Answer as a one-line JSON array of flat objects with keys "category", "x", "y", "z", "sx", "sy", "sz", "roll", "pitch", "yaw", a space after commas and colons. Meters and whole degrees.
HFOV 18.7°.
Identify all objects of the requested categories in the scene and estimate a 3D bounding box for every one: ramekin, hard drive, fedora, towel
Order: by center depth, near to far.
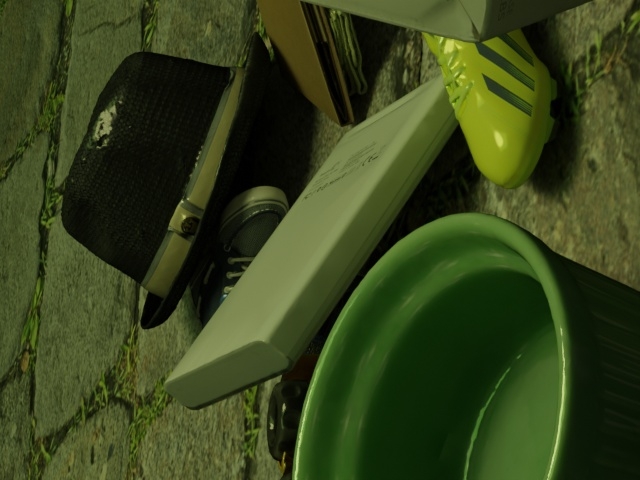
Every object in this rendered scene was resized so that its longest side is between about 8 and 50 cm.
[{"category": "ramekin", "x": 0.123, "y": 0.145, "z": 1.310, "sx": 0.303, "sy": 0.148, "sz": 0.303, "roll": -35, "pitch": 47, "yaw": 47}, {"category": "hard drive", "x": 0.000, "y": 0.000, "z": 1.640, "sx": 0.307, "sy": 0.040, "sz": 0.203, "roll": -55, "pitch": 14, "yaw": -28}, {"category": "towel", "x": 0.005, "y": -0.213, "z": 1.857, "sx": 0.148, "sy": 0.027, "sz": 0.110, "roll": -123, "pitch": 15, "yaw": -45}, {"category": "fedora", "x": -0.174, "y": -0.080, "z": 2.003, "sx": 0.334, "sy": 0.152, "sz": 0.334, "roll": -158, "pitch": 90, "yaw": -82}]

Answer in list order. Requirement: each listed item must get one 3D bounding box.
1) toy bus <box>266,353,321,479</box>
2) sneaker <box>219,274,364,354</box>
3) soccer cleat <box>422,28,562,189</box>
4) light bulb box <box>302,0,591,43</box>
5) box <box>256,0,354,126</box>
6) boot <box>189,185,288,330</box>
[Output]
[{"category": "toy bus", "x": 0.023, "y": 0.229, "z": 1.545, "sx": 0.211, "sy": 0.149, "sz": 0.220, "roll": 107, "pitch": 163, "yaw": -45}, {"category": "sneaker", "x": -0.027, "y": 0.071, "z": 1.772, "sx": 0.221, "sy": 0.087, "sz": 0.083, "roll": -19, "pitch": 61, "yaw": 62}, {"category": "soccer cleat", "x": 0.116, "y": -0.161, "z": 1.553, "sx": 0.093, "sy": 0.121, "sz": 0.289, "roll": -49, "pitch": 36, "yaw": 44}, {"category": "light bulb box", "x": 0.118, "y": -0.344, "z": 1.209, "sx": 0.225, "sy": 0.361, "sz": 0.358, "roll": 19, "pitch": 117, "yaw": 30}, {"category": "box", "x": -0.026, "y": -0.210, "z": 1.882, "sx": 0.201, "sy": 0.021, "sz": 0.164, "roll": -134, "pitch": 23, "yaw": -64}, {"category": "boot", "x": -0.075, "y": 0.030, "z": 1.937, "sx": 0.190, "sy": 0.069, "sz": 0.086, "roll": 121, "pitch": 144, "yaw": -49}]
